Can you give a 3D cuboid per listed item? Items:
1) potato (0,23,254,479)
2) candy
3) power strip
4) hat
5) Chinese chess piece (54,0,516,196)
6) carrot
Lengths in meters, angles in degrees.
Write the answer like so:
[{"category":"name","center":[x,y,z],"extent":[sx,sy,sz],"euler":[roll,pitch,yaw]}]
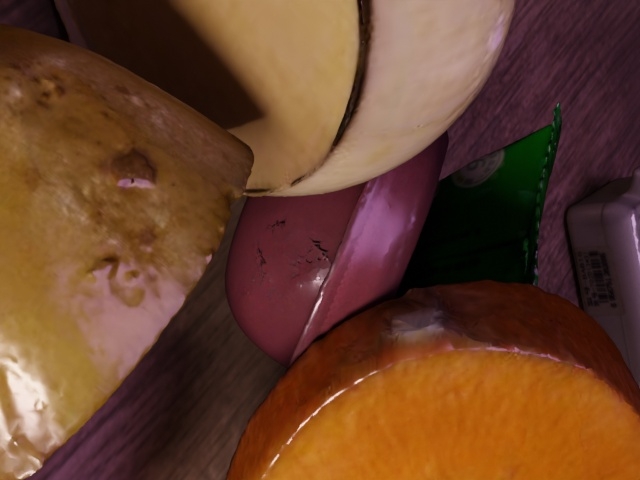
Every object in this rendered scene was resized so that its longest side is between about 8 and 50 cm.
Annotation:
[{"category":"potato","center":[-0.148,-0.013,0.666],"extent":[0.158,0.178,0.203],"euler":[42,76,-22]},{"category":"candy","center":[0.080,0.022,0.954],"extent":[0.078,0.203,0.141],"euler":[13,56,-19]},{"category":"power strip","center":[0.260,0.105,1.264],"extent":[0.098,0.058,0.338],"euler":[-28,110,-50]},{"category":"hat","center":[0.000,0.000,0.882],"extent":[0.205,0.089,0.205],"euler":[-158,-90,-90]},{"category":"Chinese chess piece","center":[-0.027,-0.146,0.742],"extent":[0.104,0.257,0.257],"euler":[-24,108,-37]},{"category":"carrot","center":[0.065,0.149,0.867],"extent":[0.258,0.100,0.307],"euler":[-20,128,-10]}]
